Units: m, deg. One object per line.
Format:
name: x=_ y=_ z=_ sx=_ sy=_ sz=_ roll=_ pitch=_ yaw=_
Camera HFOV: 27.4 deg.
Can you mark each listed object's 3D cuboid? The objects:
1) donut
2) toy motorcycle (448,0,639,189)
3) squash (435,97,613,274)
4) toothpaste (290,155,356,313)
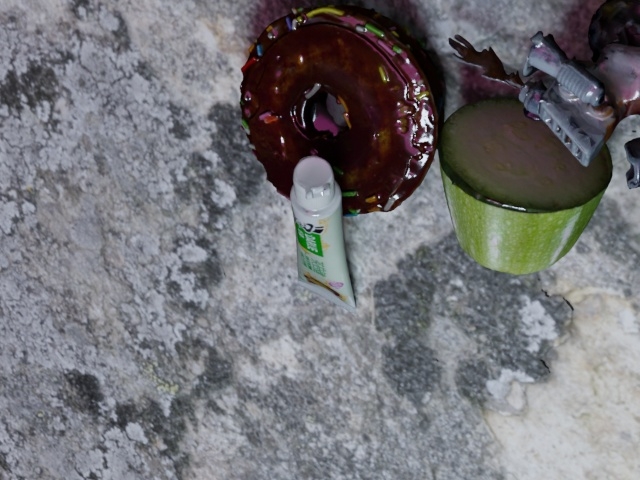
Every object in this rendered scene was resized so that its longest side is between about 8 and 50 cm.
donut: x=0.025 y=-0.142 z=1.370 sx=0.235 sy=0.089 sz=0.235 roll=13 pitch=121 yaw=23
toy motorcycle: x=0.285 y=-0.118 z=1.183 sx=0.401 sy=0.207 sz=0.134 roll=35 pitch=171 yaw=18
squash: x=0.195 y=-0.053 z=1.283 sx=0.170 sy=0.170 sz=0.123 roll=21 pitch=141 yaw=20
toothpaste: x=0.000 y=0.000 z=1.402 sx=0.314 sy=0.056 sz=0.058 roll=83 pitch=170 yaw=-64
